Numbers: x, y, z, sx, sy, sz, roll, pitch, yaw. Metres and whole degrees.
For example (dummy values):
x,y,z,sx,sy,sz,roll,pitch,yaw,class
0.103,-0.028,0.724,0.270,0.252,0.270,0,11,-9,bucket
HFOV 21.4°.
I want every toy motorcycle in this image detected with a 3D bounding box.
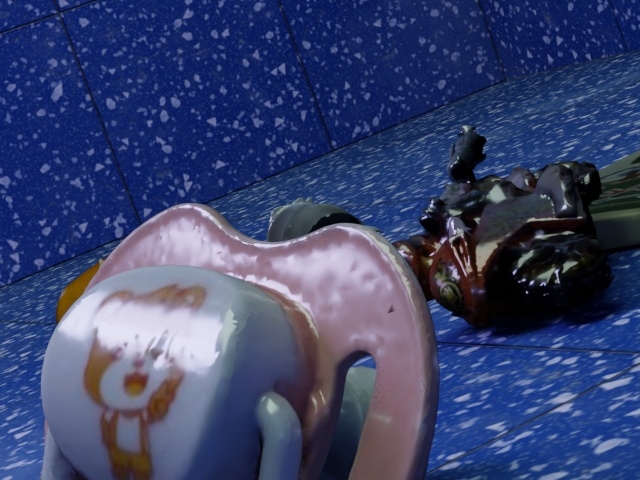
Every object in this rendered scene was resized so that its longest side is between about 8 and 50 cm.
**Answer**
x,y,z,sx,sy,sz,roll,pitch,yaw,class
0.165,-0.018,1.585,0.207,0.134,0.401,-13,21,13,toy motorcycle

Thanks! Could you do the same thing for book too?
x,y,z,sx,sy,sz,roll,pitch,yaw,class
0.364,-0.060,1.797,0.260,0.043,0.371,-12,11,44,book

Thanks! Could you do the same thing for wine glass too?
x,y,z,sx,sy,sz,roll,pitch,yaw,class
0.000,0.000,2.095,0.103,0.103,0.222,-22,7,-12,wine glass

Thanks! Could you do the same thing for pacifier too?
x,y,z,sx,sy,sz,roll,pitch,yaw,class
-0.044,0.102,1.025,0.332,0.220,0.273,8,26,45,pacifier

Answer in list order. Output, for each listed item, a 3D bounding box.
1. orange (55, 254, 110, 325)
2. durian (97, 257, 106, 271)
x,y,z,sx,sy,sz,roll,pitch,yaw,class
-0.248,0.084,2.080,0.156,0.124,0.156,-38,3,2,orange
-0.156,0.077,1.858,0.182,0.132,0.165,-9,19,1,durian
